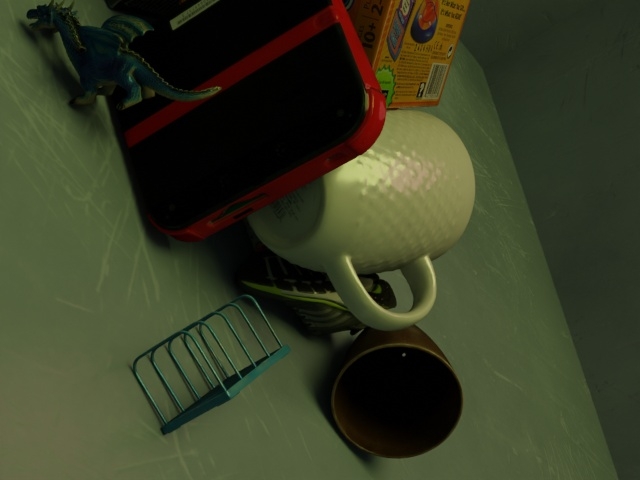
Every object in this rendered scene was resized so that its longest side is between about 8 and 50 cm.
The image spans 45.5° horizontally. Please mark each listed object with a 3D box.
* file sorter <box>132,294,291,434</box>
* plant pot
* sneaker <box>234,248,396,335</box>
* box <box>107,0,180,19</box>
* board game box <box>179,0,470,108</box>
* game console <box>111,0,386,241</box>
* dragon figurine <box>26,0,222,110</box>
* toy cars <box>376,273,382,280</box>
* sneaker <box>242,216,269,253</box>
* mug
[{"bbox_3d":[-0.144,0.155,1.004,0.104,0.118,0.170,58,26,1],"label":"file sorter"},{"bbox_3d":[0.131,0.228,1.354,0.215,0.215,0.230,54,14,-14],"label":"plant pot"},{"bbox_3d":[-0.015,0.104,1.294,0.300,0.121,0.111,17,31,-30],"label":"sneaker"},{"bbox_3d":[-0.250,-0.580,1.427,0.395,0.212,0.293,-12,75,-64],"label":"box"},{"bbox_3d":[0.031,-0.440,1.265,0.357,0.356,0.357,23,19,22],"label":"board game box"},{"bbox_3d":[-0.122,-0.213,1.095,0.060,0.387,0.341,21,45,-63],"label":"game console"},{"bbox_3d":[-0.285,-0.264,1.065,0.085,0.289,0.143,-42,136,-54],"label":"dragon figurine"},{"bbox_3d":[0.000,0.000,1.456,0.393,0.087,0.176,48,33,-32],"label":"toy cars"},{"bbox_3d":[-0.097,-0.013,1.315,0.161,0.057,0.075,59,21,-11],"label":"sneaker"},{"bbox_3d":[0.066,-0.035,1.215,0.328,0.276,0.374,-7,71,-50],"label":"mug"}]
